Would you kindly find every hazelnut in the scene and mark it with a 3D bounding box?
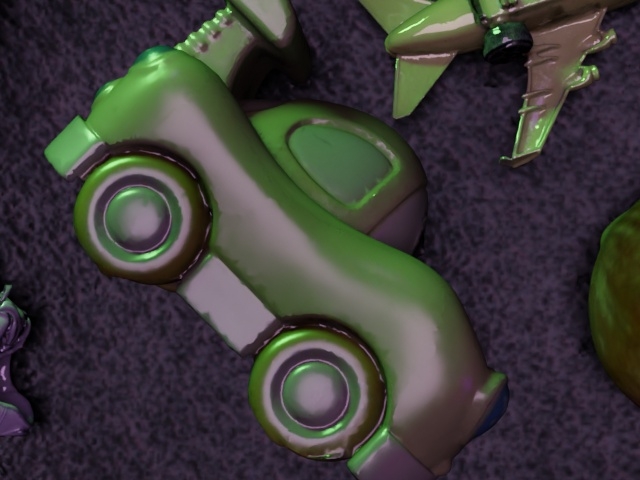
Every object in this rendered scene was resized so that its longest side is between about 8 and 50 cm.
[{"bbox_3d":[0.288,0.039,1.108,0.214,0.176,0.214,-6,51,7],"label":"hazelnut"}]

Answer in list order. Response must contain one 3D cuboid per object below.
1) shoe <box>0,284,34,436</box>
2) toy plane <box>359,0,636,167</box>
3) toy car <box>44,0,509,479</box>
[{"bbox_3d":[-0.284,0.043,1.187,0.138,0.095,0.245,-1,92,0],"label":"shoe"},{"bbox_3d":[0.153,-0.175,1.160,0.244,0.092,0.229,-20,74,6],"label":"toy plane"},{"bbox_3d":[0.000,0.000,1.096,0.336,0.242,0.226,43,89,5],"label":"toy car"}]
